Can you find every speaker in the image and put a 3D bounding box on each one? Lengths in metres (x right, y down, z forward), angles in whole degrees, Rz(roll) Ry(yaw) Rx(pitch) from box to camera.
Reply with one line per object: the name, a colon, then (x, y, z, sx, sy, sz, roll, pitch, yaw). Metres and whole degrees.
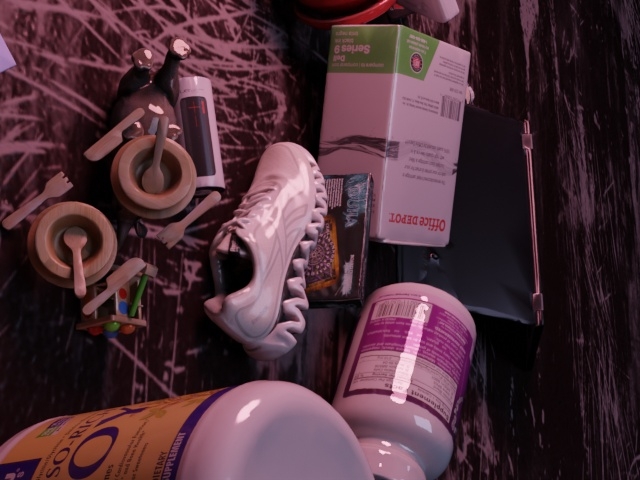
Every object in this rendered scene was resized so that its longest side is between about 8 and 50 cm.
speaker: (-0.147, -0.122, 1.312, 0.055, 0.055, 0.136, 7, 72, -56)

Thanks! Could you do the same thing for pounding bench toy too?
pounding bench toy: (-0.200, 0.061, 1.126, 0.052, 0.083, 0.065, 18, 62, -54)

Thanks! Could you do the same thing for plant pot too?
plant pot: (0.022, -0.405, 1.560, 0.191, 0.191, 0.174, -71, 149, -42)

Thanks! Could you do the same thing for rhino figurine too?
rhino figurine: (-0.193, -0.096, 1.191, 0.073, 0.106, 0.243, 15, 62, -17)

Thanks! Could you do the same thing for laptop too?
laptop: (0.257, -0.012, 1.937, 0.408, 0.236, 0.382, 75, 15, -66)

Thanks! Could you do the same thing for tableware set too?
tableware set: (-0.199, -0.032, 1.090, 0.128, 0.039, 0.194, 47, 68, -3)

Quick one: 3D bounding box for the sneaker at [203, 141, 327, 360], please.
sneaker: (-0.069, -0.006, 1.350, 0.118, 0.110, 0.292, 33, 50, -36)

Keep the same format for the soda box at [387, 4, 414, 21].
soda box: (0.118, -0.456, 1.856, 0.053, 0.060, 0.169, -47, 117, -53)

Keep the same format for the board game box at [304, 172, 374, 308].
board game box: (0.000, 0.000, 1.426, 0.026, 0.126, 0.186, 65, 27, -57)

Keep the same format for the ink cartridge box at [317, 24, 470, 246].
ink cartridge box: (0.100, -0.141, 1.574, 0.211, 0.121, 0.289, 6, 91, -56)

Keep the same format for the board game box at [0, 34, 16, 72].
board game box: (-0.382, -0.189, 0.985, 0.160, 0.039, 0.211, 65, 32, -16)

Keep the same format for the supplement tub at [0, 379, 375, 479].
supplement tub: (-0.141, 0.252, 0.908, 0.241, 0.331, 0.241, 29, 54, -50)

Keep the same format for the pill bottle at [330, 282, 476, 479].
pill bottle: (0.100, 0.214, 1.455, 0.169, 0.169, 0.302, 54, 39, -31)

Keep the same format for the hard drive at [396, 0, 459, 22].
hard drive: (0.090, -0.482, 1.667, 0.040, 0.203, 0.307, -39, 132, -13)

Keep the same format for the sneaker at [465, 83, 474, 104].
sneaker: (0.244, -0.280, 2.003, 0.109, 0.040, 0.044, 55, 39, -29)
